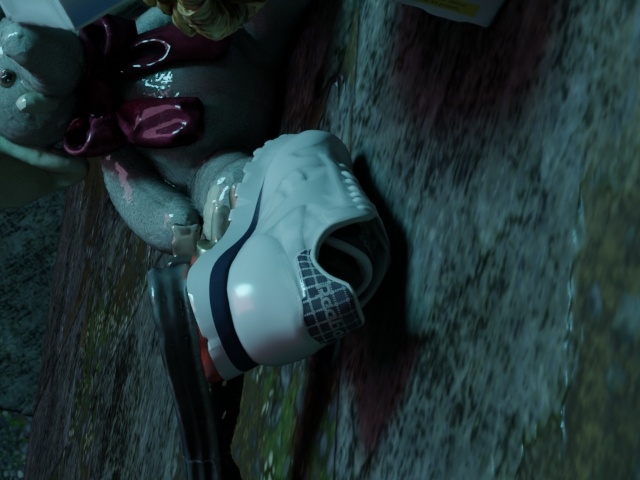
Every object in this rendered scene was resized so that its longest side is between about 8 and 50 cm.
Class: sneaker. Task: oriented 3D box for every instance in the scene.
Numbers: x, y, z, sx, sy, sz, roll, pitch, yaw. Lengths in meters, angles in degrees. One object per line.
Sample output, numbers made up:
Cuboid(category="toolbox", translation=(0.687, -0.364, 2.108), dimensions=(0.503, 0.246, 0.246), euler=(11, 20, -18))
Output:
Cuboid(category="sneaker", translation=(0.000, 0.000, 0.984), dimensions=(0.090, 0.095, 0.235), euler=(63, -158, -24))

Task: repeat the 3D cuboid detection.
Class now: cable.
Cuboid(category="cable", translation=(-0.057, 0.108, 1.048), dimensions=(0.139, 0.072, 0.287), euler=(-53, -42, -77))

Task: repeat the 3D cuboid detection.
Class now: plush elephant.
Cuboid(category="plush elephant", translation=(-0.167, -0.130, 1.367), dimensions=(0.330, 0.255, 0.272), euler=(165, 116, -75))

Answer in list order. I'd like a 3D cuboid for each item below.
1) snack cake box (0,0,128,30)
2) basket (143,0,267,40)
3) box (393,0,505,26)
Cuboid(category="snack cake box", translation=(-0.114, -0.255, 1.217), dimensions=(0.152, 0.264, 0.089), euler=(21, 142, 60))
Cuboid(category="basket", translation=(-0.005, -0.249, 0.902), dimensions=(0.223, 0.213, 0.299), euler=(34, 83, 38))
Cuboid(category="box", translation=(0.078, -0.208, 0.779), dimensions=(0.244, 0.100, 0.060), euler=(120, 158, -51))
